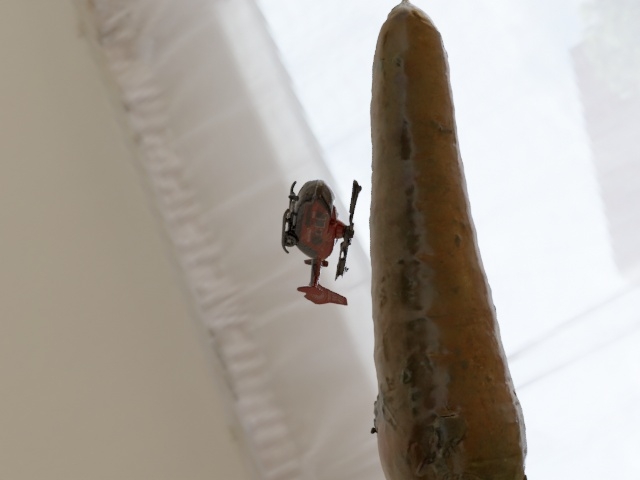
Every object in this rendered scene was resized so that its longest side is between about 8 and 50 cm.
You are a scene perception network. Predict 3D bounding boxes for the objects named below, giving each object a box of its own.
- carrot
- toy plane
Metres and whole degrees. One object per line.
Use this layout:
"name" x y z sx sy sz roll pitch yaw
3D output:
"carrot" 0.053 -0.006 0.779 0.078 0.078 0.298 17 -115 -64
"toy plane" 0.000 0.000 1.208 0.037 0.060 0.145 -78 -6 -46
